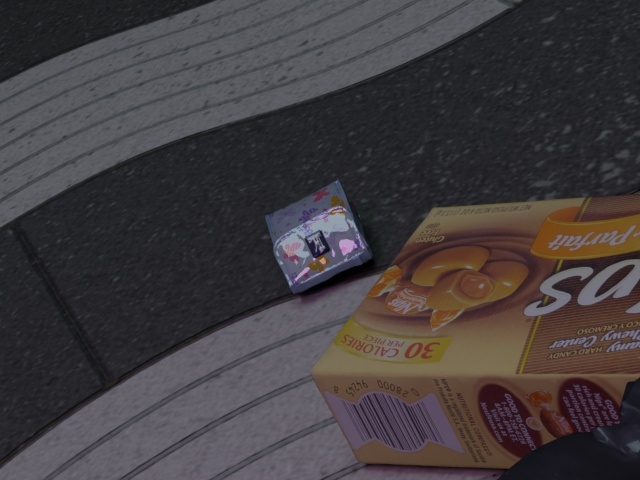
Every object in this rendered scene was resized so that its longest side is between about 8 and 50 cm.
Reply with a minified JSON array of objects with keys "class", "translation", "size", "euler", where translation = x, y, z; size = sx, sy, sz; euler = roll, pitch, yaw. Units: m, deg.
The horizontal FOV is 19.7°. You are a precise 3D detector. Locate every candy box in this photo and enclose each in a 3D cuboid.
[{"class":"candy box","translation":[0.171,0.055,1.154],"size":[0.316,0.088,0.183],"euler":[-2,37,39]}]

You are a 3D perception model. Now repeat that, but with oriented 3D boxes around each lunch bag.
[{"class":"lunch bag","translation":[0.000,0.000,1.446],"size":[0.071,0.053,0.083],"euler":[-26,36,8]}]

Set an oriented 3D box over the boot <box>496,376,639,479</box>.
[{"class":"boot","translation":[0.174,0.219,0.621],"size":[0.367,0.146,0.445],"euler":[-22,37,-25]}]
